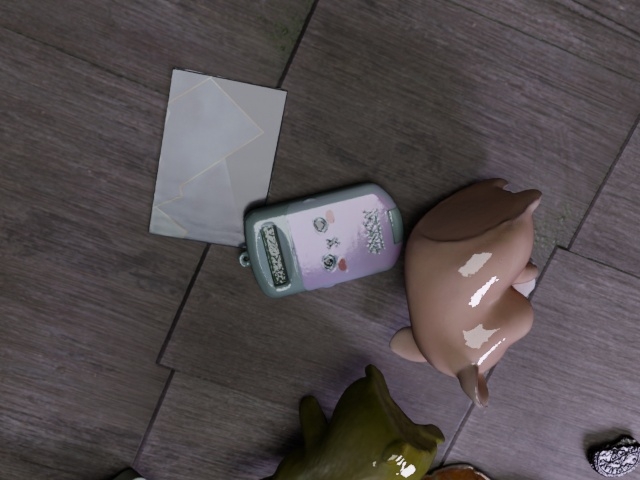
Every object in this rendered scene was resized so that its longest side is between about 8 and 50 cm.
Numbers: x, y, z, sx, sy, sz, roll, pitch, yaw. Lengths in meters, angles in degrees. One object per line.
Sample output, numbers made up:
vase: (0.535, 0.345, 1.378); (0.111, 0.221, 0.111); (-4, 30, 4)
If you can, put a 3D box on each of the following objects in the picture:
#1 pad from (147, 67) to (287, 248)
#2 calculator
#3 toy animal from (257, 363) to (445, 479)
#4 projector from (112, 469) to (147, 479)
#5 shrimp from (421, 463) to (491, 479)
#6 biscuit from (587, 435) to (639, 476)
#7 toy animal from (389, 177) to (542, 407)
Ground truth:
pad: (-0.146, -0.109, 1.096); (0.164, 0.004, 0.243); (9, 108, -10)
calculator: (0.000, 0.000, 1.130); (0.246, 0.045, 0.141); (-13, 110, -3)
toy animal: (0.009, 0.352, 1.204); (0.363, 0.180, 0.181); (-36, 104, 29)
projector: (-0.335, 0.533, 1.214); (0.259, 0.079, 0.257); (-35, 112, -27)
shrimp: (0.277, 0.458, 1.310); (0.317, 0.062, 0.164); (-2, 84, -10)
biscuit: (0.507, 0.371, 1.338); (0.089, 0.027, 0.087); (30, 104, -16)
toy animal: (0.215, 0.063, 1.119); (0.213, 0.195, 0.256); (-23, 114, -26)
